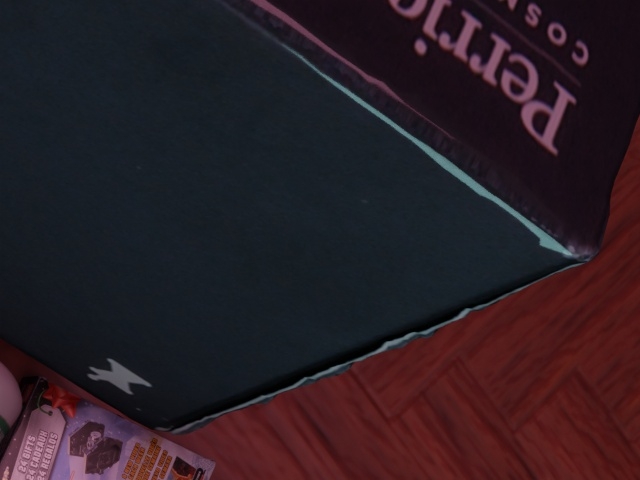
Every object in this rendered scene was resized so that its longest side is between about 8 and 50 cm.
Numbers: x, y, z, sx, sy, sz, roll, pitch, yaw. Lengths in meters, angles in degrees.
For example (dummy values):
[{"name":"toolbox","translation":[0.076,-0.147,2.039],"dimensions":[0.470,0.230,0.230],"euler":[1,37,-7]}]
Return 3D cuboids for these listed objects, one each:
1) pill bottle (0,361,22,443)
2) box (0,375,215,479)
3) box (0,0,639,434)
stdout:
[{"name":"pill bottle","translation":[-0.218,0.116,0.722],"dimensions":[0.117,0.117,0.208],"euler":[38,70,-17]},{"name":"box","translation":[-0.115,0.140,0.818],"dimensions":[0.094,0.027,0.137],"euler":[30,73,-22]},{"name":"box","translation":[-0.098,-0.265,0.668],"dimensions":[0.480,0.297,0.471],"euler":[34,61,-19]}]
